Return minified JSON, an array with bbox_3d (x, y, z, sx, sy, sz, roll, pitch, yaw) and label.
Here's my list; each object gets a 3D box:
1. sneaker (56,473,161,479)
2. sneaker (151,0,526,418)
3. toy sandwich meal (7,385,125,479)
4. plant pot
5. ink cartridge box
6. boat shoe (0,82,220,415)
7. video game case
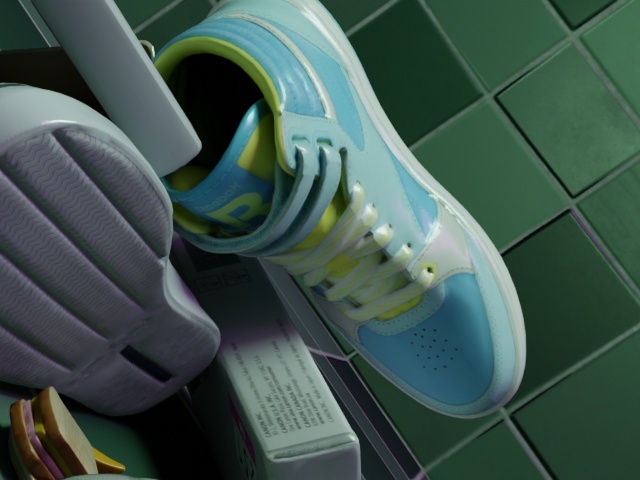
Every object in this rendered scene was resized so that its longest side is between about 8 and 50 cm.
[{"bbox_3d":[-0.041,0.181,0.432,0.108,0.100,0.271,24,23,-33],"label":"sneaker"},{"bbox_3d":[0.000,0.000,0.820,0.319,0.127,0.208,54,23,-3],"label":"sneaker"},{"bbox_3d":[-0.112,0.104,0.622,0.085,0.029,0.085,55,2,-3],"label":"toy sandwich meal"},{"bbox_3d":[-0.155,-0.054,0.868,0.096,0.109,0.109,112,-29,-71],"label":"plant pot"},{"bbox_3d":[-0.042,0.145,0.915,0.275,0.060,0.238,-123,-154,-54],"label":"ink cartridge box"},{"bbox_3d":[-0.143,0.002,0.691,0.119,0.121,0.335,48,-11,19],"label":"boat shoe"},{"bbox_3d":[-0.190,-0.217,0.701,0.329,0.036,0.300,60,-4,-35],"label":"video game case"}]
